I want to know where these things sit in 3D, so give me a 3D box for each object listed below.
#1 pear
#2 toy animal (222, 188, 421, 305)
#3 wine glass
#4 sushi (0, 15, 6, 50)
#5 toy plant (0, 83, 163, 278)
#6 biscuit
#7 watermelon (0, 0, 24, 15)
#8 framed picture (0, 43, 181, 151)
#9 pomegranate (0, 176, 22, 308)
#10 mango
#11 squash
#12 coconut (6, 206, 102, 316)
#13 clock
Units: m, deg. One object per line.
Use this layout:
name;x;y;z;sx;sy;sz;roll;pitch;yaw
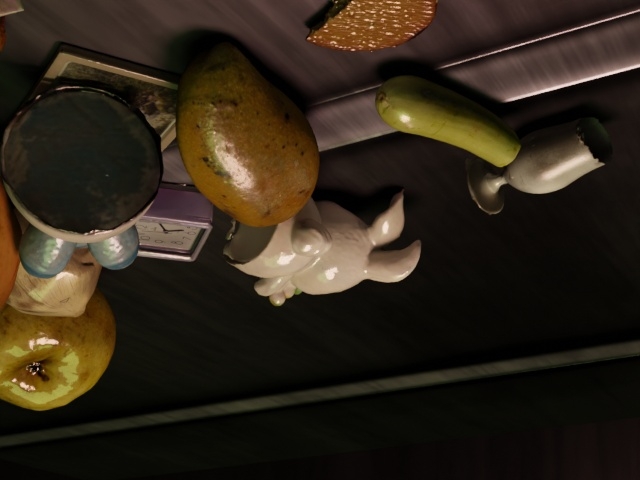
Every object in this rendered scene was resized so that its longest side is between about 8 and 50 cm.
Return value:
pear;-0.562;0.168;2.325;0.304;0.303;0.304;1;157;0
toy animal;-0.004;-0.001;2.022;0.310;0.182;0.247;20;151;-39
wine glass;0.337;-0.120;1.839;0.222;0.103;0.103;-23;148;39
sushi;-0.448;-0.268;1.577;0.099;0.047;0.050;-11;137;25
toy plant;-0.366;-0.064;1.793;0.247;0.247;0.332;6;159;-12
biscuit;0.078;-0.291;1.526;0.126;0.025;0.206;16;154;-31
watermelon;-0.511;-0.281;1.372;0.305;0.180;0.224;-10;141;28
framed picture;-0.329;-0.187;1.799;0.241;0.020;0.324;14;154;-27
pomegranate;-0.668;0.002;1.794;0.412;0.411;0.411;1;157;0
mango;-0.108;-0.139;1.708;0.176;0.176;0.329;2;158;20
squash;0.182;-0.176;1.723;0.250;0.083;0.083;18;152;-34
coconut;-0.485;0.042;2.101;0.224;0.224;0.224;1;157;0
clock;-0.275;-0.032;2.102;0.145;0.073;0.193;6;157;-14
